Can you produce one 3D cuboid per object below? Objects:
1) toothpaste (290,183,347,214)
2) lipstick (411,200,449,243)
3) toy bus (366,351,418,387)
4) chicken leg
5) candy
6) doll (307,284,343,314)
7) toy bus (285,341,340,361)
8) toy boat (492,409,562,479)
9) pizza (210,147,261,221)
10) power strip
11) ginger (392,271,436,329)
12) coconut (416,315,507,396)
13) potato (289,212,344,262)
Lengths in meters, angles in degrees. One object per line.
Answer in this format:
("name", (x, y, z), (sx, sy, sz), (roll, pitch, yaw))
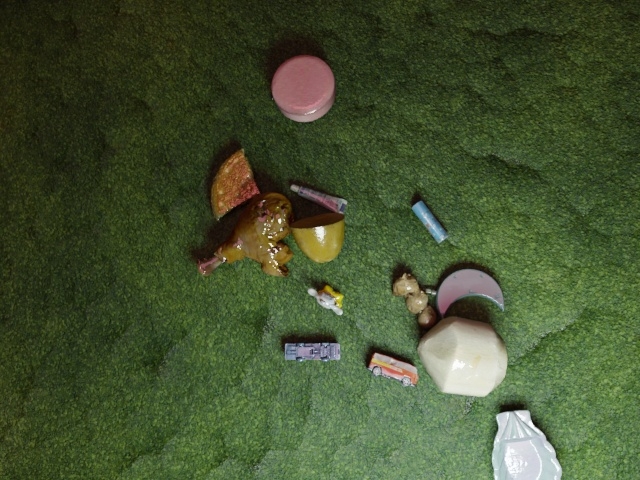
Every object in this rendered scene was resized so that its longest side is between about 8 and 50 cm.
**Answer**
("toothpaste", (-0.010, -0.157, 1.717), (0.216, 0.037, 0.062), (22, 83, 6))
("lipstick", (0.385, -0.065, 1.646), (0.048, 0.048, 0.158), (-35, 78, 0))
("toy bus", (0.244, 0.432, 1.564), (0.174, 0.079, 0.077), (17, 73, 9))
("chicken leg", (-0.241, 0.033, 1.660), (0.409, 0.182, 0.295), (-34, 94, 4))
("candy", (-0.069, -0.571, 1.766), (0.254, 0.094, 0.256), (-1, 81, 6))
("doll", (0.015, 0.202, 1.613), (0.135, 0.113, 0.072), (28, 105, -9))
("toy bus", (-0.025, 0.381, 1.604), (0.190, 0.075, 0.064), (-2, 78, 8))
("toy boat", (0.627, 0.678, 1.460), (0.199, 0.100, 0.291), (-9, 80, 5))
("pizza", (-0.307, -0.200, 1.750), (0.197, 0.058, 0.293), (15, 84, 8))
("power strip", (0.485, 0.181, 1.588), (0.253, 0.054, 0.168), (-8, 76, 5))
("ginger", (0.324, 0.207, 1.590), (0.204, 0.080, 0.104), (53, 128, 12))
("coconut", (0.436, 0.360, 1.472), (0.265, 0.237, 0.238), (7, 81, 9))
("potato", (0.000, 0.000, 1.627), (0.178, 0.203, 0.158), (1, 104, 32))
